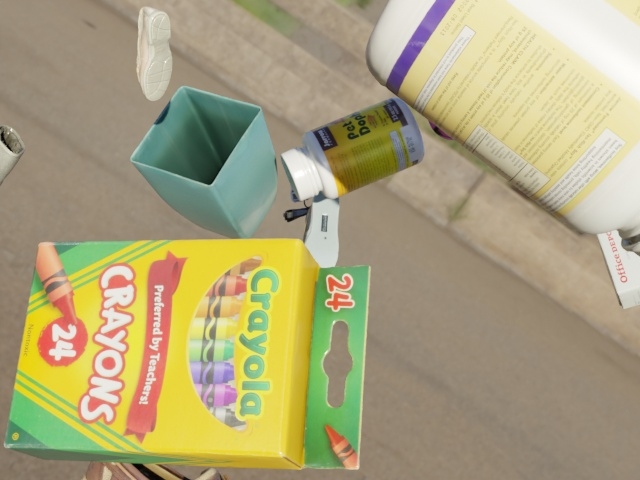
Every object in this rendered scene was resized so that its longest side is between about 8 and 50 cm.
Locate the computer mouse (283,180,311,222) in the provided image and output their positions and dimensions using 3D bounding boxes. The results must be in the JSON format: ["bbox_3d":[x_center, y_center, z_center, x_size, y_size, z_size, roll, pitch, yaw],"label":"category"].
[{"bbox_3d":[-0.031,-0.108,2.239,0.193,0.106,0.042,-92,158,-52],"label":"computer mouse"}]

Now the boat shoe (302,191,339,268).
[{"bbox_3d":[0.000,0.000,1.807,0.065,0.183,0.083,11,-19,-5],"label":"boat shoe"}]

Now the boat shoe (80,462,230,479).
[{"bbox_3d":[-0.177,0.383,1.438,0.342,0.123,0.123,25,7,7],"label":"boat shoe"}]

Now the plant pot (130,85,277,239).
[{"bbox_3d":[-0.174,-0.109,1.700,0.166,0.165,0.234,19,-25,25],"label":"plant pot"}]

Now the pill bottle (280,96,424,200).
[{"bbox_3d":[0.050,-0.141,1.616,0.117,0.215,0.117,157,-90,-84],"label":"pill bottle"}]

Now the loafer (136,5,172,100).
[{"bbox_3d":[-0.223,-0.249,1.333,0.045,0.125,0.039,-21,43,-39],"label":"loafer"}]

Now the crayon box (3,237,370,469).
[{"bbox_3d":[-0.119,0.103,0.934,0.319,0.202,0.081,-2,-21,13],"label":"crayon box"}]

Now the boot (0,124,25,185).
[{"bbox_3d":[-0.596,-0.081,1.779,0.076,0.208,0.189,34,21,-46],"label":"boot"}]

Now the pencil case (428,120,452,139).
[{"bbox_3d":[0.214,-0.237,1.511,0.098,0.095,0.209,54,-19,16],"label":"pencil case"}]

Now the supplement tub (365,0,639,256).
[{"bbox_3d":[0.234,-0.157,0.915,0.331,0.241,0.241,38,16,3],"label":"supplement tub"}]

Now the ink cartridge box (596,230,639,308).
[{"bbox_3d":[0.517,0.013,1.516,0.072,0.175,0.127,46,28,-58],"label":"ink cartridge box"}]
